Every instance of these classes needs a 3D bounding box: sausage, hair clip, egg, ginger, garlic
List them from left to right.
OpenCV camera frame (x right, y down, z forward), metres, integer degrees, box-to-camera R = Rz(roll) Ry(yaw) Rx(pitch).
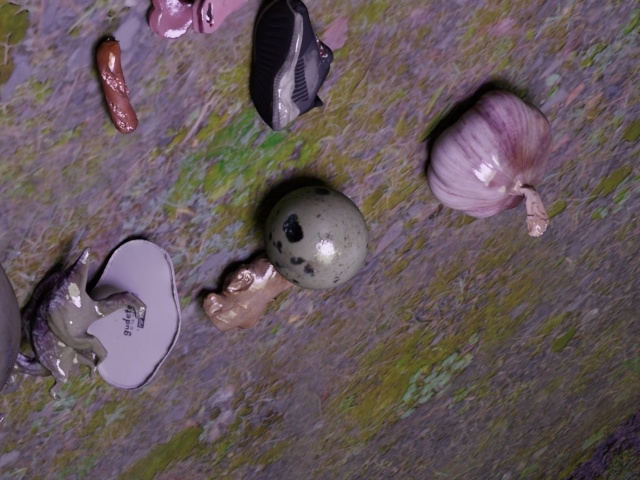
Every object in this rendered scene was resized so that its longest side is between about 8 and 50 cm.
[{"bbox_3d":[-0.289,-0.216,1.465,0.036,0.042,0.157,11,137,14],"label":"sausage"},{"bbox_3d":[-0.165,-0.346,1.427,0.138,0.102,0.123,-51,155,-36],"label":"hair clip"},{"bbox_3d":[-0.109,0.079,1.863,0.213,0.074,0.137,-35,151,6],"label":"ginger"},{"bbox_3d":[0.000,0.000,1.781,0.177,0.177,0.228,-42,154,8],"label":"egg"},{"bbox_3d":[0.331,-0.113,1.847,0.245,0.253,0.245,-22,148,-15],"label":"garlic"}]

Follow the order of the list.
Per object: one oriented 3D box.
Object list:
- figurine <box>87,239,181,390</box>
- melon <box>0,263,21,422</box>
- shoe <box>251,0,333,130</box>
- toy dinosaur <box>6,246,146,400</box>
[{"bbox_3d":[-0.291,0.118,1.750,0.141,0.167,0.249,-15,125,-76],"label":"figurine"},{"bbox_3d":[-0.550,0.118,1.450,0.272,0.272,0.307,6,114,-39],"label":"melon"},{"bbox_3d":[-0.036,-0.270,1.552,0.112,0.099,0.227,-18,142,-30],"label":"shoe"},{"bbox_3d":[-0.412,0.147,1.665,0.294,0.162,0.077,-51,-179,10],"label":"toy dinosaur"}]
